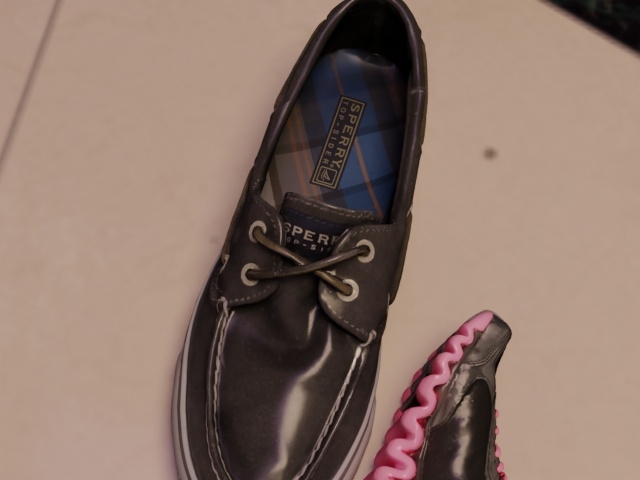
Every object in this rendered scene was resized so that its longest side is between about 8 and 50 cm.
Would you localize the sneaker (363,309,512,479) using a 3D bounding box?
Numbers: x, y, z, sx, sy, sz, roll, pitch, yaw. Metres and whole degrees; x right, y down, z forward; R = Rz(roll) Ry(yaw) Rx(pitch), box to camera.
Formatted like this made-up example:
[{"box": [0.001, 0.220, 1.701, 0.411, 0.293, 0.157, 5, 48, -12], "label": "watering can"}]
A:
[{"box": [0.049, 0.083, 0.419, 0.057, 0.047, 0.119, 27, 70, 3], "label": "sneaker"}]

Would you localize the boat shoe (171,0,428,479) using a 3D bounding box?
[{"box": [0.000, 0.000, 0.438, 0.080, 0.076, 0.229, 17, 61, 5], "label": "boat shoe"}]
